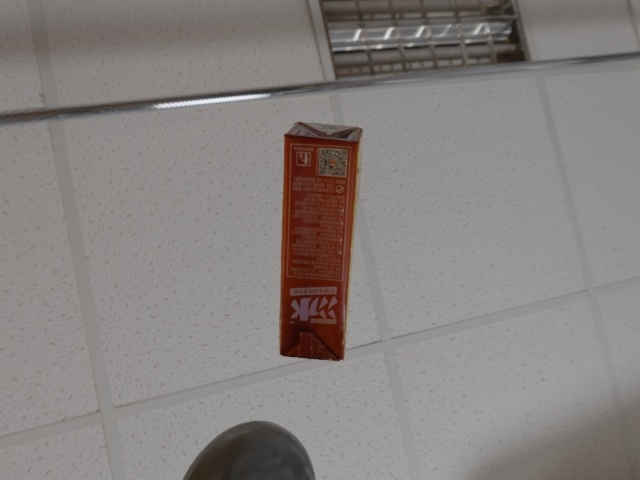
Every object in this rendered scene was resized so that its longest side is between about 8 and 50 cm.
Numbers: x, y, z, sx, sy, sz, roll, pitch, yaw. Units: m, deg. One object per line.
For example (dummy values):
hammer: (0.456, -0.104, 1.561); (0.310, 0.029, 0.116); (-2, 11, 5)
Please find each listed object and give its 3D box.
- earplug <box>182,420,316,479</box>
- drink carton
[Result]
earplug: (-0.081, 0.336, 0.637); (0.175, 0.325, 0.214); (-8, -82, 12)
drink carton: (0.000, 0.000, 0.588); (0.071, 0.096, 0.223); (5, -71, 4)
